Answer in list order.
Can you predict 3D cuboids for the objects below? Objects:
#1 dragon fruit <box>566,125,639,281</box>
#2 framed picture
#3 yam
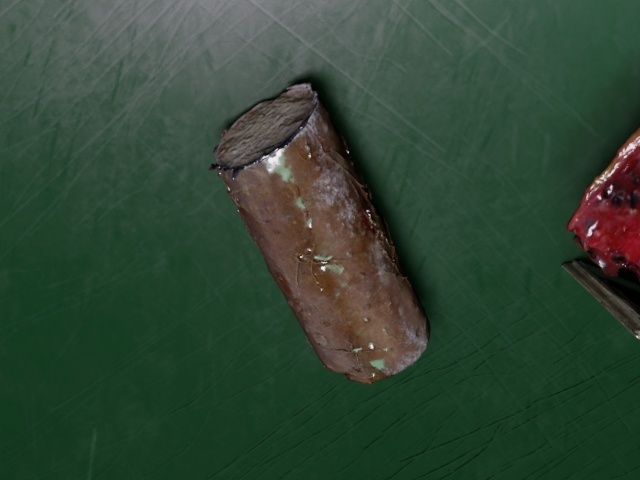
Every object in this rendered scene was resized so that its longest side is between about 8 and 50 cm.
[{"bbox_3d":[0.403,0.027,1.726,0.302,0.240,0.330,-3,149,36],"label":"dragon fruit"},{"bbox_3d":[0.357,0.088,1.713,0.231,0.293,0.018,22,98,-9],"label":"framed picture"},{"bbox_3d":[0.000,-0.001,1.767,0.131,0.131,0.280,-22,114,11],"label":"yam"}]
